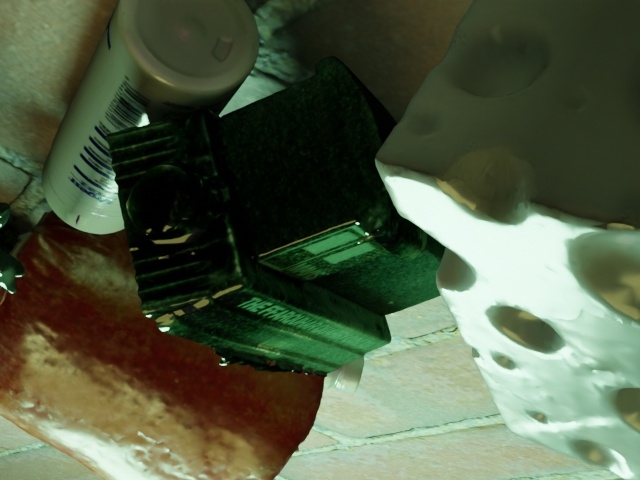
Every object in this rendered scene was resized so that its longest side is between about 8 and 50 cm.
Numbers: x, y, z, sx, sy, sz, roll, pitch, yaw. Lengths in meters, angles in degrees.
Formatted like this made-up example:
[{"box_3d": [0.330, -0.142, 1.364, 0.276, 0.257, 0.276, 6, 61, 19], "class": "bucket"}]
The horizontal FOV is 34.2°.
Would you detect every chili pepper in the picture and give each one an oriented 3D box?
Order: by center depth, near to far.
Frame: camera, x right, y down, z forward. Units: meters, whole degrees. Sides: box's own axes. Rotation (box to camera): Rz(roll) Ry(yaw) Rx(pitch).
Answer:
[{"box_3d": [-0.171, 0.108, 0.991, 0.305, 0.229, 0.251, 30, 126, -14], "class": "chili pepper"}]

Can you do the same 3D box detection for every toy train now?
[{"box_3d": [0.000, 0.000, 0.708, 0.178, 0.138, 0.330, -22, 161, 16], "class": "toy train"}]

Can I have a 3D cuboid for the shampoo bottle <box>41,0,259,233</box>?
[{"box_3d": [-0.138, -0.078, 0.748, 0.092, 0.092, 0.303, 22, 153, -16], "class": "shampoo bottle"}]

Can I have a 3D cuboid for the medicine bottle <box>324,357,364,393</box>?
[{"box_3d": [0.000, 0.134, 1.130, 0.089, 0.052, 0.052, 17, 153, -6], "class": "medicine bottle"}]

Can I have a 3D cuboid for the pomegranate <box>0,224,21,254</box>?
[{"box_3d": [-0.353, 0.055, 1.039, 0.125, 0.163, 0.138, 44, 172, 13], "class": "pomegranate"}]

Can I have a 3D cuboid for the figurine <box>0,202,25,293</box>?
[{"box_3d": [-0.361, -0.006, 0.845, 0.261, 0.186, 0.382, 59, 152, -12], "class": "figurine"}]

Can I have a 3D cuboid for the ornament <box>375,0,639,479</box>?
[{"box_3d": [0.209, -0.025, 0.442, 0.239, 0.239, 0.240, 17, 154, 34], "class": "ornament"}]
